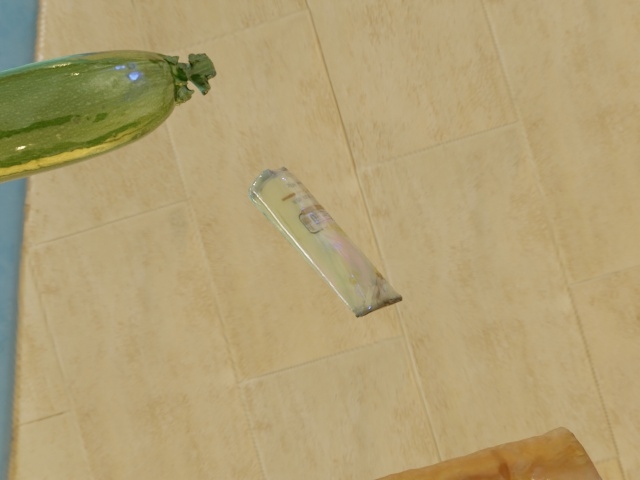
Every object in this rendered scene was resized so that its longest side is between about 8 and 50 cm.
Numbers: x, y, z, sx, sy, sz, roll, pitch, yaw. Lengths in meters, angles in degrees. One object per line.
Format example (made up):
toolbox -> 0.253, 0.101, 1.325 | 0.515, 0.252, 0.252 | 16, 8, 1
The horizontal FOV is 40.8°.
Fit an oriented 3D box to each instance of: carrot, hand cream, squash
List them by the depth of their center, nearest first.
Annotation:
hand cream -> 0.000, 0.000, 0.649 | 0.143, 0.061, 0.039 | 46, 120, 19
squash -> -0.267, -0.106, 0.770 | 0.379, 0.101, 0.101 | -20, 87, -27
carrot -> 0.164, 0.311, 0.884 | 0.254, 0.196, 0.196 | -11, 88, -4
